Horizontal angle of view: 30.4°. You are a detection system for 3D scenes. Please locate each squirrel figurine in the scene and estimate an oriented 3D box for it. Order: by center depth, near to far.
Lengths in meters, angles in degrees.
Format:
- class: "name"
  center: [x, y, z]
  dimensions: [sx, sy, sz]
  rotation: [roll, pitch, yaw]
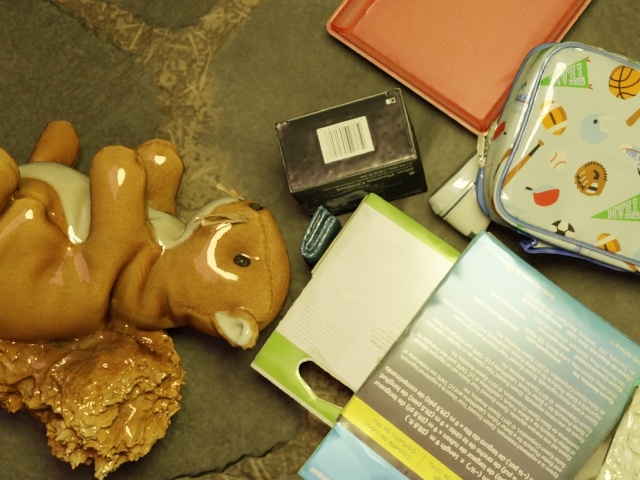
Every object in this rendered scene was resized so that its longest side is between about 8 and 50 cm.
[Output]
- class: "squirrel figurine"
  center: [-0.232, 0.074, 1.430]
  dimensions: [0.370, 0.281, 0.397]
  rotation: [15, 96, 2]

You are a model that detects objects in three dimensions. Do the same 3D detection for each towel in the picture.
- class: "towel"
  center: [0.000, 0.000, 1.443]
  dimensions: [0.029, 0.119, 0.067]
  rotation: [28, 85, 9]

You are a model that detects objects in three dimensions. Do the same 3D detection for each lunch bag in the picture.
- class: "lunch bag"
  center: [0.331, -0.084, 1.355]
  dimensions: [0.303, 0.115, 0.243]
  rotation: [19, 95, -10]

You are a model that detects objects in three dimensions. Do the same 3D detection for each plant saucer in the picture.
- class: "plant saucer"
  center: [0.184, -0.296, 1.505]
  dimensions: [0.259, 0.048, 0.258]
  rotation: [37, 87, 15]

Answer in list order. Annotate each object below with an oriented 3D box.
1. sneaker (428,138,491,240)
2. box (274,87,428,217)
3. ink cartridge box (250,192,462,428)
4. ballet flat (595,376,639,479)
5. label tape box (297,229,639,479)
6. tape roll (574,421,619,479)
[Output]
- class: "sneaker"
  center: [0.251, -0.105, 1.446]
  dimensions: [0.258, 0.094, 0.091]
  rotation: [-44, 93, 4]
- class: "box"
  center: [0.042, -0.100, 1.434]
  dimensions: [0.155, 0.158, 0.093]
  rotation: [-15, 77, 7]
- class: "ink cartridge box"
  center: [0.066, 0.101, 1.425]
  dimensions: [0.188, 0.097, 0.255]
  rotation: [35, 88, 14]
- class: "ballet flat"
  center: [0.308, 0.333, 1.197]
  dimensions: [0.147, 0.147, 0.409]
  rotation: [24, 97, 13]
- class: "label tape box"
  center: [0.171, 0.193, 1.295]
  dimensions: [0.240, 0.106, 0.334]
  rotation: [38, 87, 8]
- class: "tape roll"
  center: [0.346, 0.369, 1.332]
  dimensions: [0.391, 0.072, 0.392]
  rotation: [-2, 80, 8]
